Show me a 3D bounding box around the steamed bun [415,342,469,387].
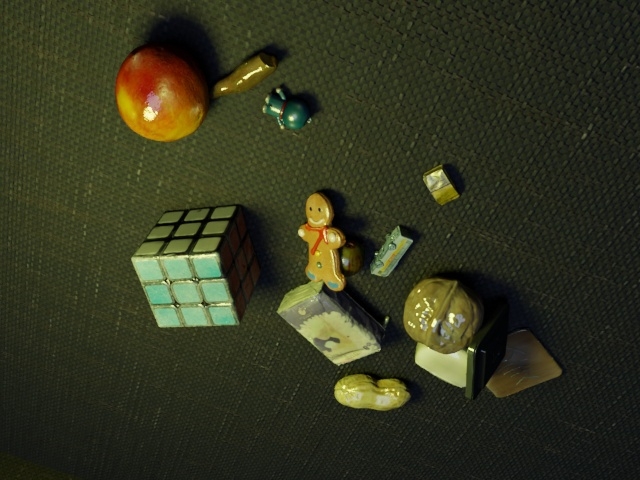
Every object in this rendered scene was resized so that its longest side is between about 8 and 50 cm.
[{"bbox_3d":[0.480,0.415,2.046,0.242,0.146,0.164,30,126,-5],"label":"steamed bun"}]

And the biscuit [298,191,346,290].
[{"bbox_3d":[-0.001,0.001,1.841,0.205,0.049,0.323,17,114,45],"label":"biscuit"}]

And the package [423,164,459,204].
[{"bbox_3d":[0.379,-0.165,1.736,0.071,0.047,0.131,-26,114,20],"label":"package"}]

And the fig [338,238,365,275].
[{"bbox_3d":[0.073,0.093,1.929,0.124,0.124,0.236,21,135,-5],"label":"fig"}]

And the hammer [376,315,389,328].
[{"bbox_3d":[0.160,0.280,2.086,0.195,0.028,0.060,19,119,-2],"label":"hammer"}]

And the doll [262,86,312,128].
[{"bbox_3d":[-0.095,-0.383,1.651,0.152,0.085,0.114,22,113,7],"label":"doll"}]

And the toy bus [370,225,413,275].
[{"bbox_3d":[0.239,0.039,1.891,0.075,0.064,0.190,17,126,-17],"label":"toy bus"}]

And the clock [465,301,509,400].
[{"bbox_3d":[0.586,0.385,1.927,0.049,0.279,0.273,19,134,34],"label":"clock"}]

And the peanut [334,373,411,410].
[{"bbox_3d":[0.210,0.610,2.234,0.306,0.147,0.147,9,125,-1],"label":"peanut"}]

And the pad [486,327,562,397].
[{"bbox_3d":[0.729,0.471,2.123,0.287,0.018,0.284,-33,113,27],"label":"pad"}]

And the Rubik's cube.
[{"bbox_3d":[-0.406,0.088,1.885,0.301,0.303,0.305,-5,121,12],"label":"Rubik's cube"}]

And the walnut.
[{"bbox_3d":[0.420,0.248,1.897,0.227,0.273,0.273,2,134,-38],"label":"walnut"}]

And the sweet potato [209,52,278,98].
[{"bbox_3d":[-0.225,-0.475,1.617,0.244,0.077,0.077,-19,119,30],"label":"sweet potato"}]

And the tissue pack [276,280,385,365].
[{"bbox_3d":[0.044,0.299,2.041,0.242,0.125,0.344,-30,116,38],"label":"tissue pack"}]

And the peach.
[{"bbox_3d":[-0.444,-0.420,1.587,0.281,0.238,0.280,-7,118,-14],"label":"peach"}]
